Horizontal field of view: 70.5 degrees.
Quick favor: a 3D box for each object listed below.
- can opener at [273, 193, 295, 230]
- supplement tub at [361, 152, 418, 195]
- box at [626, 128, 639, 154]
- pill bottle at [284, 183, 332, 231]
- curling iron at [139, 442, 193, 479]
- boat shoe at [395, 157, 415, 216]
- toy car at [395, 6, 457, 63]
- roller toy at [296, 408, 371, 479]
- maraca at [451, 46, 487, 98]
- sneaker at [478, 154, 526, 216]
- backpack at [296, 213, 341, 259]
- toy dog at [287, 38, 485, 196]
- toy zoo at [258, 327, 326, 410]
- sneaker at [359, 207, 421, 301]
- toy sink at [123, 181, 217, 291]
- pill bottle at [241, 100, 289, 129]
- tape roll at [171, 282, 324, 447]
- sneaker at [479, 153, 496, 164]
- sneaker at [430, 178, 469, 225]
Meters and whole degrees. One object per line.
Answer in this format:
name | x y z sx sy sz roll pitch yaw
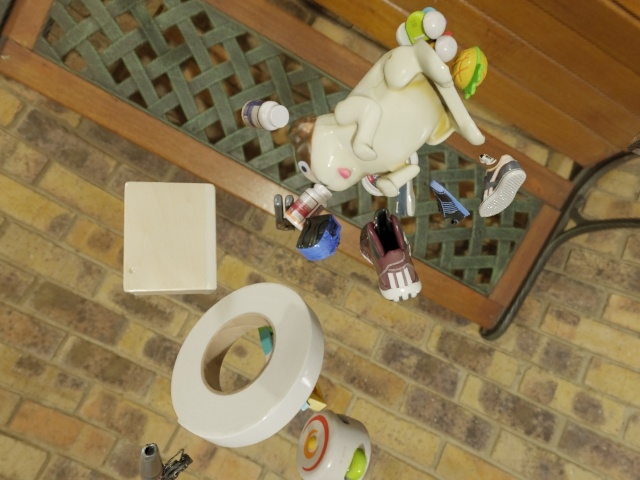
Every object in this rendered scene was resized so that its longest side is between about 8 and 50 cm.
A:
can opener | -0.125 -0.107 1.613 0.076 0.095 0.283 4 159 -1
supplement tub | 0.326 -0.346 2.182 0.191 0.191 0.272 29 153 -8
box | 0.896 -0.359 1.072 0.097 0.318 0.395 32 -164 20
pill bottle | -0.036 -0.109 1.436 0.086 0.152 0.086 43 -179 -1
curling iron | -0.221 0.303 0.624 0.035 0.068 0.274 45 151 18
boat shoe | 0.306 -0.214 1.697 0.079 0.095 0.254 0 112 24
toy car | 0.331 -0.608 1.352 0.182 0.136 0.159 51 156 -25
roller toy | 0.027 0.569 1.235 0.146 0.191 0.209 28 123 -22
maraca | 0.446 -0.500 1.349 0.099 0.185 0.127 9 135 -4
sneaker | 0.761 -0.231 1.935 0.126 0.127 0.321 -5 150 -12
backpack | 0.000 0.000 1.231 0.098 0.120 0.101 -11 130 40
toy dog | 0.114 -0.290 1.119 0.285 0.408 0.395 37 -156 -50
toy zoo | -0.079 0.335 1.212 0.192 0.030 0.293 44 -170 -34
sneaker | 0.136 -0.014 0.949 0.281 0.107 0.162 -109 1 -60
toy sink | -0.238 0.010 0.723 0.131 0.152 0.234 0 173 -15
pill bottle | -0.181 -0.417 1.509 0.169 0.094 0.094 21 167 47
tape roll | -0.177 0.278 1.069 0.392 0.392 0.072 15 151 42
sneaker | 0.694 -0.340 1.889 0.037 0.032 0.083 58 165 -25
sneaker | 0.512 -0.151 1.860 0.232 0.090 0.081 40 -161 -21
